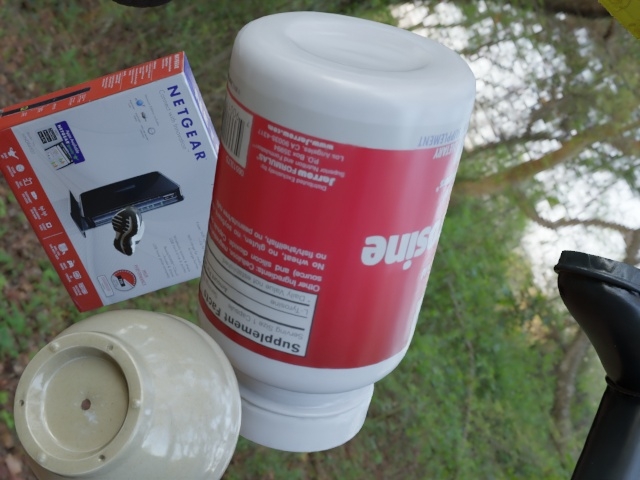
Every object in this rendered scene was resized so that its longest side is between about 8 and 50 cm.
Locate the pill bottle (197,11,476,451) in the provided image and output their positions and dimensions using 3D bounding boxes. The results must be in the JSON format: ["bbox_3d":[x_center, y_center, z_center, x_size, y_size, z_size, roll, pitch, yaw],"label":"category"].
[{"bbox_3d":[0.000,0.000,0.959,0.229,0.228,0.408,-108,-154,-59],"label":"pill bottle"}]

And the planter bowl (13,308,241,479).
[{"bbox_3d":[-0.149,0.121,0.687,0.162,0.162,0.109,66,5,20],"label":"planter bowl"}]

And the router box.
[{"bbox_3d":[-0.289,-0.080,1.444,0.082,0.301,0.336,-102,173,-57],"label":"router box"}]

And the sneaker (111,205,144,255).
[{"bbox_3d":[-0.265,-0.022,1.336,0.040,0.044,0.109,29,-32,-1],"label":"sneaker"}]

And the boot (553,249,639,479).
[{"bbox_3d":[0.117,0.068,0.371,0.121,0.099,0.045,29,-8,-40],"label":"boot"}]

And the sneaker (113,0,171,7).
[{"bbox_3d":[-0.265,-0.336,1.026,0.111,0.299,0.121,96,17,-49],"label":"sneaker"}]

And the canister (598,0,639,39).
[{"bbox_3d":[0.319,-0.237,0.795,0.073,0.169,0.126,93,-24,-50],"label":"canister"}]
